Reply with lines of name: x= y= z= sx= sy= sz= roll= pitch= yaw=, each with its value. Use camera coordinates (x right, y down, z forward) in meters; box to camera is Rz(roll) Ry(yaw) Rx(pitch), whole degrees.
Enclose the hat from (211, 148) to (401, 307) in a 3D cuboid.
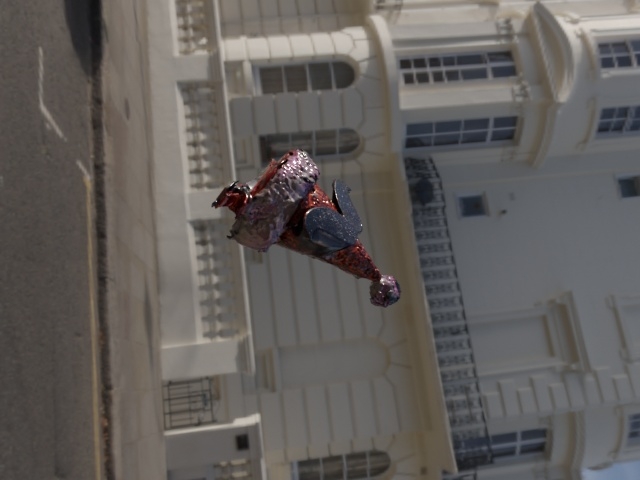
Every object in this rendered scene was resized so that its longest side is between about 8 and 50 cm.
hat: x=0.002 y=-0.002 z=0.664 sx=0.129 sy=0.227 sz=0.140 roll=-51 pitch=-176 yaw=7
